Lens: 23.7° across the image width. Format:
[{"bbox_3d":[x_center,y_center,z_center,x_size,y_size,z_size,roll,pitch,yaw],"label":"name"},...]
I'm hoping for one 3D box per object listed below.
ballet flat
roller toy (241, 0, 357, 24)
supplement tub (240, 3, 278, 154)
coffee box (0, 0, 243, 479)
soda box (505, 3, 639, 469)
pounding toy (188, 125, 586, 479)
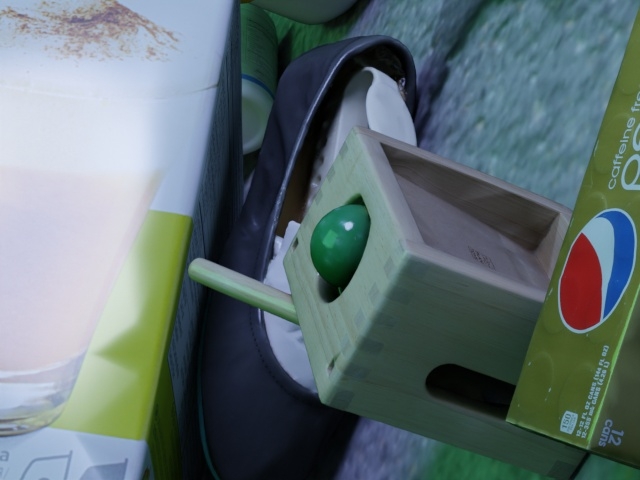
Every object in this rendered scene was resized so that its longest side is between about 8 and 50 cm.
[{"bbox_3d":[0.000,0.000,0.815,0.096,0.095,0.280,-26,47,46],"label":"ballet flat"},{"bbox_3d":[-0.027,-0.254,1.038,0.209,0.146,0.191,-70,19,1],"label":"roller toy"},{"bbox_3d":[-0.066,-0.120,1.125,0.071,0.071,0.107,-54,26,38],"label":"supplement tub"},{"bbox_3d":[-0.231,0.037,0.868,0.338,0.338,0.334,94,-176,-62],"label":"coffee box"},{"bbox_3d":[0.128,-0.010,0.530,0.061,0.058,0.181,8,78,70],"label":"soda box"},{"bbox_3d":[0.034,0.025,0.620,0.100,0.141,0.130,-62,21,22],"label":"pounding toy"}]
